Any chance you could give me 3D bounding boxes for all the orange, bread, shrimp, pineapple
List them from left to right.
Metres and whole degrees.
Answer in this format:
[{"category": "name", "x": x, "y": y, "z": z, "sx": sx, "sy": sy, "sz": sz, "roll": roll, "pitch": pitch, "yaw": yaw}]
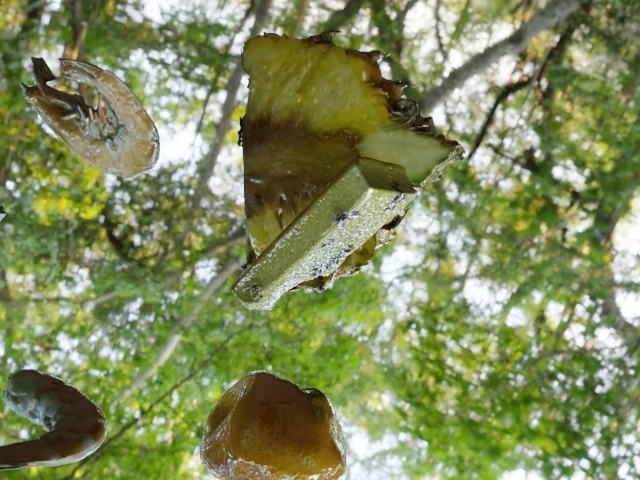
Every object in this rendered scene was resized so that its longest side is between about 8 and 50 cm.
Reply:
[{"category": "shrimp", "x": -0.308, "y": 0.192, "z": 0.942, "sx": 0.161, "sy": 0.049, "sz": 0.166, "roll": 22, "pitch": -160, "yaw": 24}, {"category": "shrimp", "x": -0.258, "y": -0.151, "z": 1.031, "sx": 0.187, "sy": 0.132, "sz": 0.052, "roll": 34, "pitch": -145, "yaw": -1}, {"category": "orange", "x": -0.059, "y": 0.309, "z": 1.433, "sx": 0.248, "sy": 0.183, "sz": 0.249, "roll": 25, "pitch": -178, "yaw": -1}, {"category": "bread", "x": 0.000, "y": 0.000, "z": 0.984, "sx": 0.088, "sy": 0.226, "sz": 0.049, "roll": 1, "pitch": -128, "yaw": -49}, {"category": "pineapple", "x": 0.062, "y": -0.093, "z": 1.147, "sx": 0.286, "sy": 0.345, "sz": 0.209, "roll": -1, "pitch": -179, "yaw": 22}]

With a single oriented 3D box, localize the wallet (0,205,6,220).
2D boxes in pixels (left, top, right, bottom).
[{"category": "wallet", "x": -0.471, "y": -0.009, "z": 1.129, "sx": 0.103, "sy": 0.196, "sz": 0.020, "roll": 7, "pitch": -115, "yaw": -33}]
